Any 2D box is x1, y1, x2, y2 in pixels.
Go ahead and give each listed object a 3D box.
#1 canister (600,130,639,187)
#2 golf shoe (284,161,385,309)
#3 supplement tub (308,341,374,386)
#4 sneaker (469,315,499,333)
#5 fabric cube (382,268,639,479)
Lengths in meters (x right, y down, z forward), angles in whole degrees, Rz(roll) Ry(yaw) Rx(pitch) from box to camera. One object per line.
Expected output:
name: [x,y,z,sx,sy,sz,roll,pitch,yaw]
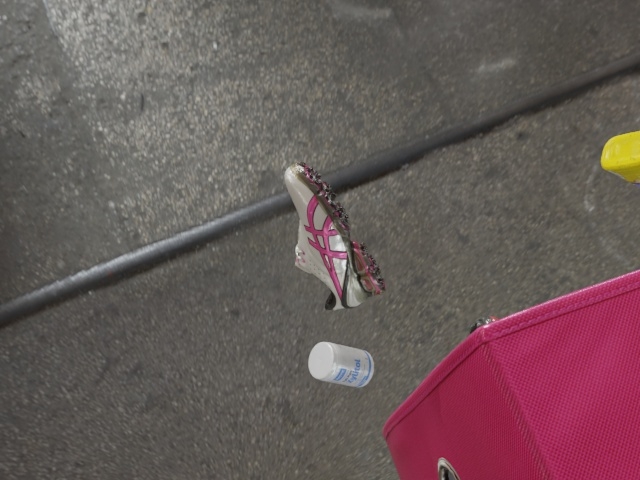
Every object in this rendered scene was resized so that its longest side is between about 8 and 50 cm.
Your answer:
canister: [0.596,-0.128,1.458,0.169,0.126,0.073,21,78,-25]
golf shoe: [0.000,0.000,0.957,0.085,0.067,0.186,-27,104,10]
supplement tub: [0.039,0.227,1.514,0.107,0.071,0.071,17,63,-40]
sneaker: [0.356,0.230,1.452,0.135,0.098,0.276,-26,112,4]
fabric cube: [0.214,0.166,0.474,0.258,0.254,0.258,-16,70,-14]
